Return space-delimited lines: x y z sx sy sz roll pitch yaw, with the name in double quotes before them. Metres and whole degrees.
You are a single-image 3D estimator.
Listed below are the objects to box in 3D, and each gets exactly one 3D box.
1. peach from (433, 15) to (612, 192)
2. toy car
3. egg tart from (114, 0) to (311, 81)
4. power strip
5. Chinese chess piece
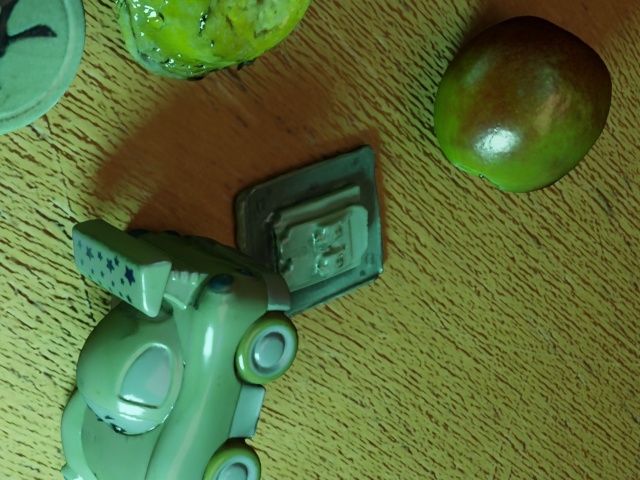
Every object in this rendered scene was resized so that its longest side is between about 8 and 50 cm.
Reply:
"peach" 0.257 -0.172 2.303 0.231 0.231 0.231 -14 116 -32
"toy car" -0.194 0.163 2.089 0.226 0.242 0.336 10 101 -41
"egg tart" -0.096 -0.290 2.025 0.295 0.116 0.295 -29 140 -28
"power strip" 0.000 0.000 2.280 0.213 0.064 0.198 -24 123 -28
"Chinese chess piece" -0.355 -0.224 1.910 0.237 0.092 0.238 -14 115 -32
